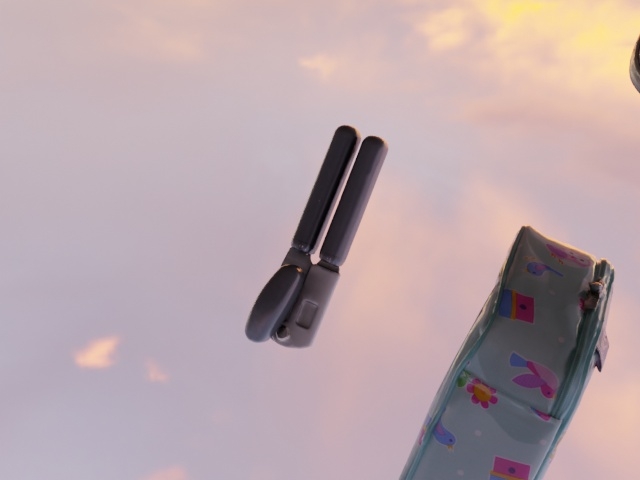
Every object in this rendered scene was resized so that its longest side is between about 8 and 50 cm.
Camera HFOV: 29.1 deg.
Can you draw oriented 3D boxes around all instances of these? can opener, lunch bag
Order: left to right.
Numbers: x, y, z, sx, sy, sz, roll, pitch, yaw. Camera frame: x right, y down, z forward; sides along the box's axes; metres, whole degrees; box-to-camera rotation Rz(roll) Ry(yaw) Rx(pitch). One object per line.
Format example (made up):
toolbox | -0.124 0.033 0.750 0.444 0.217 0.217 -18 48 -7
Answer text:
can opener | 0.000 0.000 1.455 0.074 0.280 0.093 23 180 14
lunch bag | 0.161 0.133 1.056 0.107 0.279 0.224 26 -150 10

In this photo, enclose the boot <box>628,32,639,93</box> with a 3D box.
boot | 0.452 -0.302 1.157 0.377 0.284 0.138 -38 -111 -24
